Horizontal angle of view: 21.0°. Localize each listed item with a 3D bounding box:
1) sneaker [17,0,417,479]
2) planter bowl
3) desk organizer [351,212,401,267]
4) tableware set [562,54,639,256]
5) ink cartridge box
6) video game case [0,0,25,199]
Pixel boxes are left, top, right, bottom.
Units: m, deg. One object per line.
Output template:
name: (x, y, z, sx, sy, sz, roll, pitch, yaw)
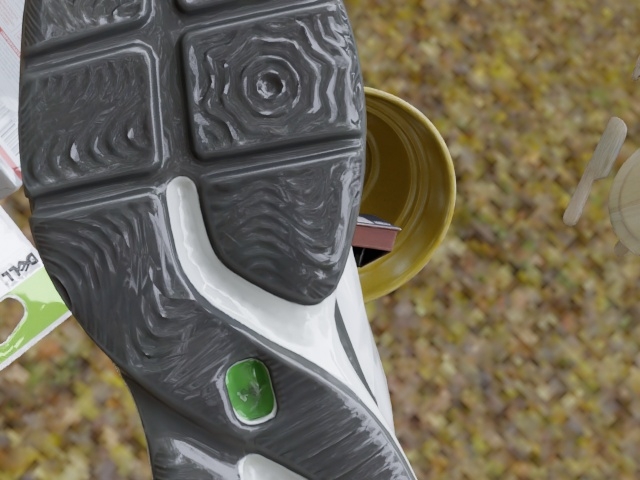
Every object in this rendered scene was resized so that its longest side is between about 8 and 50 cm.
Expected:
sneaker: (-0.056, 0.021, 0.934, 0.257, 0.169, 0.447, -176, -106, -84)
planter bowl: (0.007, -0.054, 1.560, 0.217, 0.217, 0.090, 31, 17, -22)
desk organizer: (0.000, 0.000, 1.518, 0.130, 0.050, 0.047, 7, 12, -32)
tableware set: (0.255, -0.071, 1.117, 0.128, 0.194, 0.039, 23, -6, 36)
ink cartridge box: (-0.378, 0.024, 1.595, 0.255, 0.097, 0.189, 52, 49, -3)
video game case: (-0.191, -0.179, 1.100, 0.204, 0.025, 0.285, 54, 38, -16)
